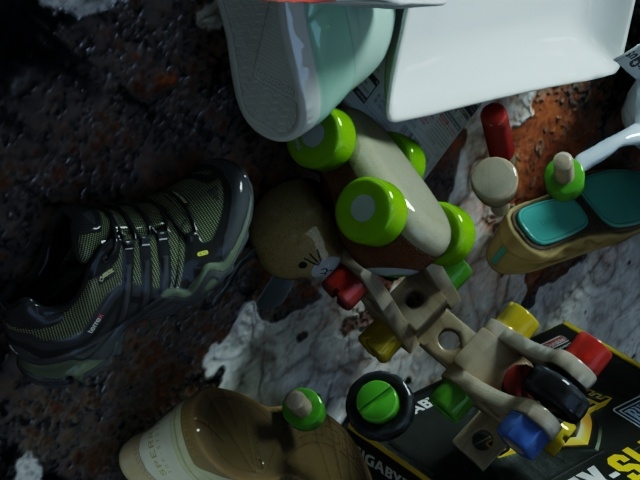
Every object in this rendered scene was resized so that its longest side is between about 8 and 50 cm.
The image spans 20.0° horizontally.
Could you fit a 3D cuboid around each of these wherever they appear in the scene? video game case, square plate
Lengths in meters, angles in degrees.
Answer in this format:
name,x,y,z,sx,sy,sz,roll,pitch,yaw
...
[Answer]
name,x,y,z,sx,sy,sz,roll,pitch,yaw
video game case,0.091,-0.165,1.529,0.183,0.023,0.201,-53,142,-7
square plate,0.173,-0.285,1.483,0.347,0.049,0.344,-16,122,-47

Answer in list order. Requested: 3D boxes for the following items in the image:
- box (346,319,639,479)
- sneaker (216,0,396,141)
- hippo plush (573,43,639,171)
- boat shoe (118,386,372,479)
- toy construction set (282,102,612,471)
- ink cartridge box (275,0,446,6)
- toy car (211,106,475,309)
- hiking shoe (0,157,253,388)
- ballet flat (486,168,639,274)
name,x,y,z,sx,sy,sz,roll,pitch,yaw
box,0.223,0.209,1.750,0.322,0.257,0.079,-20,130,-38
sneaker,-0.011,-0.217,1.332,0.151,0.094,0.256,-40,133,-47
hippo plush,0.422,-0.128,1.704,0.294,0.236,0.234,-6,119,-65
boat shoe,-0.054,0.203,1.574,0.098,0.109,0.302,-26,152,25
toy construction set,0.143,0.063,1.613,0.237,0.257,0.309,60,45,-70
ink cartridge box,0.019,-0.252,1.230,0.232,0.066,0.189,-17,103,-71
toy car,0.000,0.000,1.457,0.188,0.149,0.155,-41,156,18
hiking shoe,-0.142,0.007,1.333,0.227,0.086,0.114,-44,144,-17
ballet flat,0.247,-0.018,1.787,0.232,0.080,0.073,-13,153,-40
